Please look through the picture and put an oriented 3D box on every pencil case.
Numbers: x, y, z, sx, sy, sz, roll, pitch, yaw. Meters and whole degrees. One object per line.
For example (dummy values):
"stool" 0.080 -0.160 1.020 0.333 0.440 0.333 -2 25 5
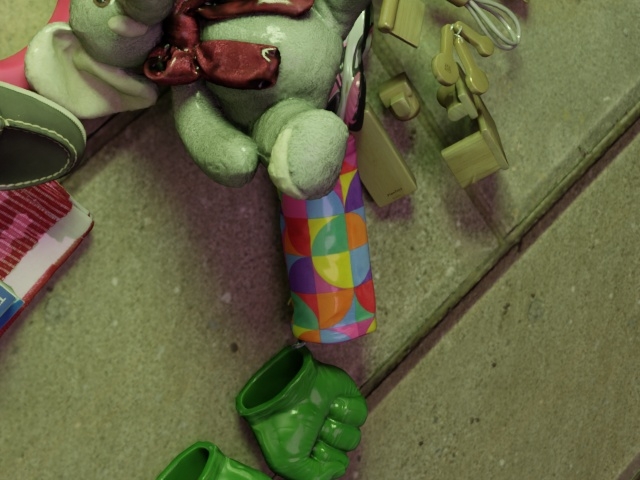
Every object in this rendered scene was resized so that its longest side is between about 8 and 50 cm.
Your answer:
"pencil case" 0.000 0.000 1.159 0.104 0.104 0.236 -11 104 -27

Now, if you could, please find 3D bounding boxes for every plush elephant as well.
"plush elephant" -0.109 -0.197 0.954 0.255 0.330 0.272 21 84 -19

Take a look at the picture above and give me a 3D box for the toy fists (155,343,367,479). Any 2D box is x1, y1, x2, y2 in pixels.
"toy fists" -0.059 0.254 1.180 0.279 0.096 0.142 -47 119 -15

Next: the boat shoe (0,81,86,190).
"boat shoe" -0.360 -0.087 0.881 0.335 0.096 0.112 13 130 -26

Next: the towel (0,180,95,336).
"towel" -0.395 -0.031 0.971 0.329 0.037 0.237 44 79 -28

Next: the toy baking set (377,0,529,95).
"toy baking set" 0.141 -0.267 1.182 0.197 0.030 0.256 51 49 -14

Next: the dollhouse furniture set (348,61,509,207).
"dollhouse furniture set" 0.111 -0.132 1.235 0.151 0.123 0.144 -27 117 16

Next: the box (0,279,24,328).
"box" -0.364 0.046 0.965 0.109 0.042 0.178 -49 119 -8

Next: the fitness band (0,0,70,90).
"fitness band" -0.299 -0.258 0.911 0.209 0.054 0.291 -49 141 -28

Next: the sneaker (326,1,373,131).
"sneaker" 0.012 -0.208 1.142 0.077 0.072 0.178 5 79 9
